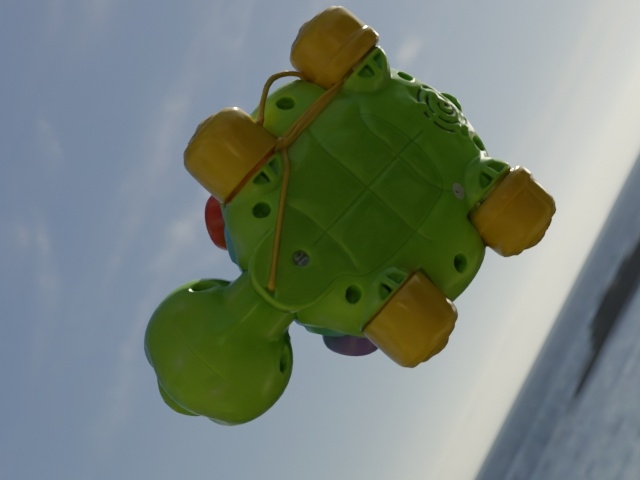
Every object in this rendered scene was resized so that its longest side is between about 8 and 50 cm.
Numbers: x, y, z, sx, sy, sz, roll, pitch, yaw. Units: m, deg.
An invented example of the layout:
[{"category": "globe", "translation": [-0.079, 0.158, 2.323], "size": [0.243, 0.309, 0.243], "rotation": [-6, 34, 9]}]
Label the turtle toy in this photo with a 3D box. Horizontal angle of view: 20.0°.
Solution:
[{"category": "turtle toy", "translation": [0.000, 0.000, 0.535], "size": [0.130, 0.095, 0.066], "rotation": [-46, -2, -26]}]
